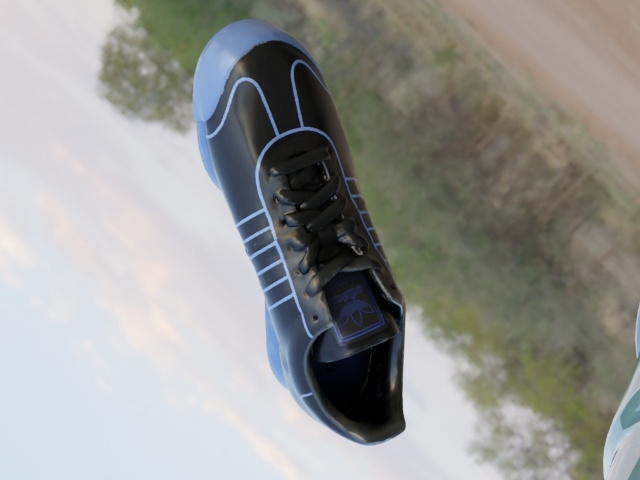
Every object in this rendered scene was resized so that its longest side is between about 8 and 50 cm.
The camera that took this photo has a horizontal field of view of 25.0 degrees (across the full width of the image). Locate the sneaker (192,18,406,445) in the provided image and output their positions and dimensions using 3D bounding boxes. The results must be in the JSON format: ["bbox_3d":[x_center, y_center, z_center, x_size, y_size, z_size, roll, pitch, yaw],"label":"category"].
[{"bbox_3d":[0.000,0.000,0.752,0.090,0.081,0.232,35,145,57],"label":"sneaker"}]

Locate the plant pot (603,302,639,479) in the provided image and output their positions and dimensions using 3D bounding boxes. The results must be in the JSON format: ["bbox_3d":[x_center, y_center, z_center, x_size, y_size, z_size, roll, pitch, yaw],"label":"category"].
[{"bbox_3d":[0.210,0.203,0.524,0.341,0.334,0.341,26,147,18],"label":"plant pot"}]
